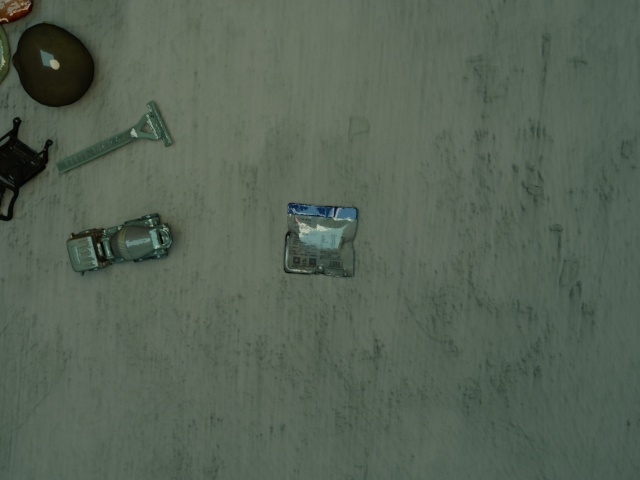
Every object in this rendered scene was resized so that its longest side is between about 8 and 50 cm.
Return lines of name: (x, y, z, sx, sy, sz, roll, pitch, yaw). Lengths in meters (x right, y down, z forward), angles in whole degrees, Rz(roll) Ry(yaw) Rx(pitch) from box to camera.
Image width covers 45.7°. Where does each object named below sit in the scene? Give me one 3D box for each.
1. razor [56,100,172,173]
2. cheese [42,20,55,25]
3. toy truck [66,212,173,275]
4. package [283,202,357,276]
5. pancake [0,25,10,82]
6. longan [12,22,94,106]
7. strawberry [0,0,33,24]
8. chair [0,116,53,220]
razor: (-0.500, -0.226, 1.800, 0.278, 0.056, 0.111, -23, 96, 4)
cheese: (-0.651, -0.476, 1.795, 0.044, 0.030, 0.083, 25, 92, -22)
toy truck: (-0.466, 0.009, 1.782, 0.256, 0.140, 0.108, -11, 96, 4)
package: (0.000, 0.000, 1.820, 0.171, 0.027, 0.173, 5, 96, 5)
pancake: (-0.858, -0.446, 1.802, 0.253, 0.037, 0.254, 0, 93, 2)
longan: (-0.608, -0.400, 1.733, 0.189, 0.189, 0.189, 0, 96, 2)
strawberry: (-0.744, -0.558, 1.754, 0.187, 0.082, 0.146, -41, 95, -8)
chair: (-0.736, -0.164, 1.812, 0.106, 0.113, 0.229, 36, 134, -1)
